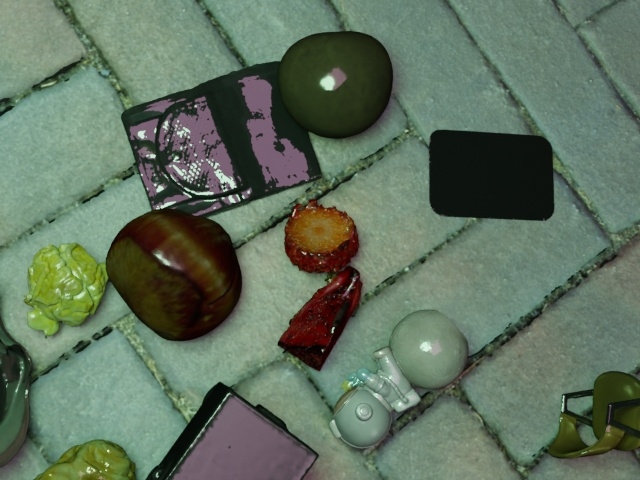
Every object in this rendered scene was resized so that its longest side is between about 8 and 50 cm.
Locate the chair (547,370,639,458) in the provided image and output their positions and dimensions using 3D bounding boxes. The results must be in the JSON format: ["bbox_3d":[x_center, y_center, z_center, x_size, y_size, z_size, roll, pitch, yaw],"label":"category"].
[{"bbox_3d":[0.555,0.331,1.313,0.247,0.159,0.172,11,82,-10],"label":"chair"}]

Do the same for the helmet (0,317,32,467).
[{"bbox_3d":[-0.606,0.202,1.069,0.197,0.271,0.338,-19,91,17],"label":"helmet"}]

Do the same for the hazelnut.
[{"bbox_3d":[-0.233,0.052,1.187,0.229,0.229,0.229,2,81,-11],"label":"hazelnut"}]

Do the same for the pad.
[{"bbox_3d":[0.345,-0.131,1.419,0.267,0.004,0.181,3,82,-10],"label":"pad"}]

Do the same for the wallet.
[{"bbox_3d":[-0.183,-0.182,1.307,0.323,0.041,0.247,-19,87,-15],"label":"wallet"}]

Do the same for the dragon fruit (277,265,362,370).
[{"bbox_3d":[0.005,0.125,1.261,0.092,0.122,0.192,30,79,10],"label":"dragon fruit"}]

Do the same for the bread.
[{"bbox_3d":[-0.413,0.435,1.126,0.268,0.130,0.152,-39,127,-14],"label":"bread"}]

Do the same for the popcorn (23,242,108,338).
[{"bbox_3d":[-0.425,0.074,1.172,0.162,0.135,0.141,-32,96,-16],"label":"popcorn"}]

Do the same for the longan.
[{"bbox_3d":[0.033,-0.283,1.285,0.220,0.196,0.196,-15,85,-28],"label":"longan"}]

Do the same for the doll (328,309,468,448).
[{"bbox_3d":[0.133,0.252,1.255,0.287,0.151,0.151,-43,91,-10],"label":"doll"}]

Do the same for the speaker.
[{"bbox_3d":[-0.155,0.362,1.120,0.184,0.254,0.232,38,77,-5],"label":"speaker"}]

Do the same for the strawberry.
[{"bbox_3d":[0.000,0.000,1.278,0.145,0.086,0.145,-6,51,7],"label":"strawberry"}]
